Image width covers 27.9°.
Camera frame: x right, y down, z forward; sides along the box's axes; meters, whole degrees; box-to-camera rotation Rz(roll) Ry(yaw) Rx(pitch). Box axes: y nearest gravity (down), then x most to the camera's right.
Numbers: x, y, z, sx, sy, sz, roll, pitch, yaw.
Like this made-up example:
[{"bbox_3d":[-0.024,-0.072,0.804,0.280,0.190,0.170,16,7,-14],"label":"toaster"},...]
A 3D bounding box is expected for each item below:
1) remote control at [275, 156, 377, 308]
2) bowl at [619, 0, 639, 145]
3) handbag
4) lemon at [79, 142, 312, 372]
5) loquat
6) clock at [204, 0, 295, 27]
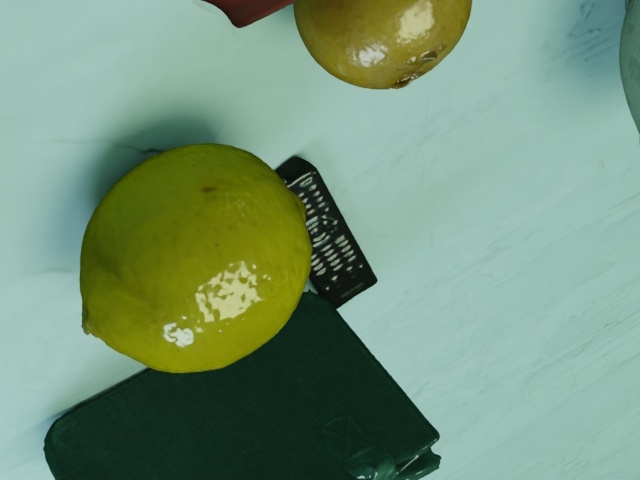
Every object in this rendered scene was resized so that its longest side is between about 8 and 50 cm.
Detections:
[{"bbox_3d":[0.000,0.000,1.249,0.063,0.025,0.245,-36,148,-4],"label":"remote control"},{"bbox_3d":[0.389,-0.226,1.264,0.313,0.146,0.313,-26,145,-19],"label":"bowl"},{"bbox_3d":[-0.076,0.198,1.216,0.326,0.238,0.089,-26,141,-22],"label":"handbag"},{"bbox_3d":[-0.102,0.016,1.025,0.203,0.178,0.178,-32,147,-11],"label":"lemon"},{"bbox_3d":[0.050,-0.184,0.975,0.141,0.141,0.141,-27,145,-21],"label":"loquat"},{"bbox_3d":[0.061,-0.222,0.734,0.318,0.080,0.318,-28,-170,5],"label":"clock"}]
